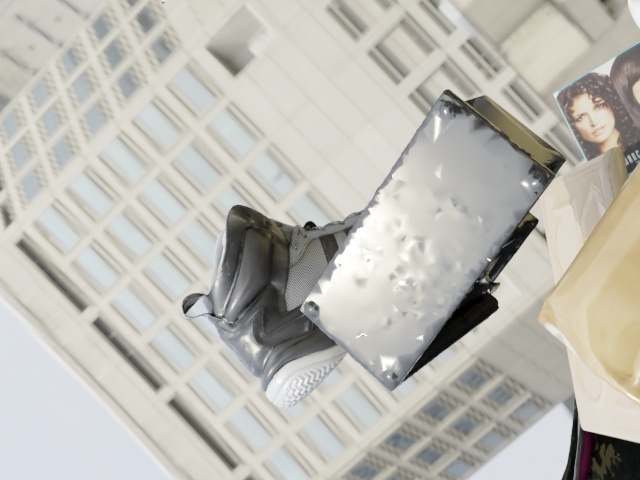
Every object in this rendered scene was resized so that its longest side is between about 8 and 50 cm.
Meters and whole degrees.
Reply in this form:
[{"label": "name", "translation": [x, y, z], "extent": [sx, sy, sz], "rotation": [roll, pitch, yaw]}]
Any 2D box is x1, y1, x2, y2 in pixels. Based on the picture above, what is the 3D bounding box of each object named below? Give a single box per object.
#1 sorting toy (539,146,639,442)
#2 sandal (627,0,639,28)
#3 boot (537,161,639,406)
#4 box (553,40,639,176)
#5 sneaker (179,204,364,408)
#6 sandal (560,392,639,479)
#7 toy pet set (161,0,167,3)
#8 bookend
[{"label": "sorting toy", "translation": [0.203, 0.042, 0.782], "extent": [0.208, 0.038, 0.193], "rotation": [89, 172, -85]}, {"label": "sandal", "translation": [0.472, -0.315, 1.420], "extent": [0.416, 0.169, 0.102], "rotation": [-44, -62, -53]}, {"label": "boot", "translation": [0.163, -0.072, 0.436], "extent": [0.236, 0.269, 0.089], "rotation": [35, -168, 30]}, {"label": "box", "translation": [0.288, -0.041, 0.904], "extent": [0.060, 0.100, 0.244], "rotation": [25, -141, -55]}, {"label": "sneaker", "translation": [0.000, 0.000, 0.952], "extent": [0.153, 0.268, 0.101], "rotation": [38, 159, 2]}, {"label": "sandal", "translation": [0.292, 0.193, 1.011], "extent": [0.168, 0.445, 0.107], "rotation": [12, 146, 21]}, {"label": "toy pet set", "translation": [-0.188, -0.330, 1.267], "extent": [0.114, 0.065, 0.122], "rotation": [-87, -17, -81]}, {"label": "bookend", "translation": [0.087, -0.013, 0.645], "extent": [0.072, 0.156, 0.157], "rotation": [41, -151, 15]}]
